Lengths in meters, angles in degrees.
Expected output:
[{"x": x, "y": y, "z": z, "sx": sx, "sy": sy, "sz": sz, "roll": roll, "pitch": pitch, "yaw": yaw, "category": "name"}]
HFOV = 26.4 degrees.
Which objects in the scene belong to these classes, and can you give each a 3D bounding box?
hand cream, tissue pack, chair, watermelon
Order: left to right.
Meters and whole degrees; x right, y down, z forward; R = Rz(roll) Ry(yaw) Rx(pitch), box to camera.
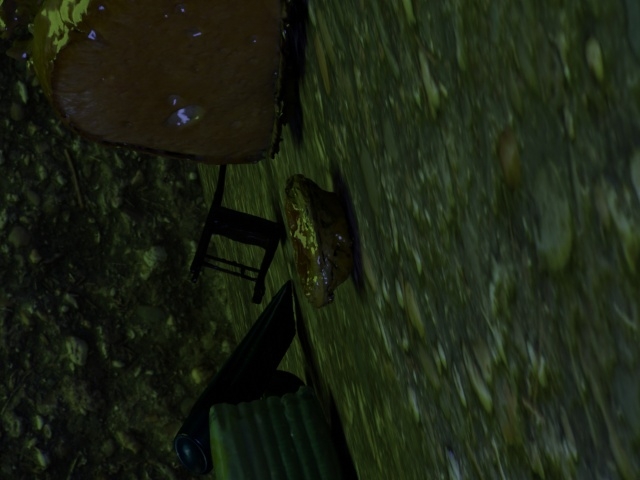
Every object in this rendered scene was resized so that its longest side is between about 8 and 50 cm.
[{"x": -0.101, "y": 0.178, "z": 1.779, "sx": 0.270, "sy": 0.061, "sz": 0.120, "roll": -57, "pitch": -25, "yaw": -37, "category": "hand cream"}, {"x": -0.100, "y": -0.044, "z": 1.814, "sx": 0.106, "sy": 0.113, "sz": 0.229, "roll": 124, "pitch": 162, "yaw": -79, "category": "chair"}, {"x": -0.042, "y": 0.226, "z": 1.869, "sx": 0.105, "sy": 0.062, "sz": 0.106, "roll": -13, "pitch": -90, "yaw": -78, "category": "watermelon"}, {"x": -0.017, "y": 0.407, "z": 1.614, "sx": 0.287, "sy": 0.162, "sz": 0.388, "roll": 82, "pitch": 173, "yaw": -50, "category": "tissue pack"}]

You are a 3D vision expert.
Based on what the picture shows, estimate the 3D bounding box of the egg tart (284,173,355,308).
[{"x": 0.000, "y": 0.000, "z": 1.239, "sx": 0.130, "sy": 0.052, "sz": 0.130, "roll": 170, "pitch": 90, "yaw": -82, "category": "egg tart"}]

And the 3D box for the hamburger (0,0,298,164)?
[{"x": -0.177, "y": -0.251, "z": 1.316, "sx": 0.445, "sy": 0.287, "sz": 0.268, "roll": 101, "pitch": 158, "yaw": -66, "category": "hamburger"}]
